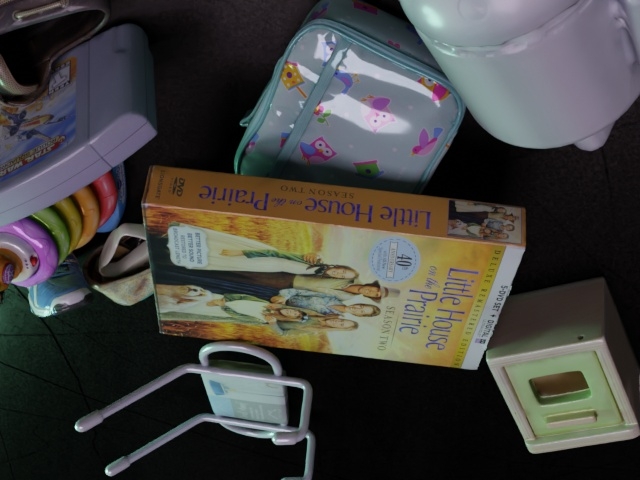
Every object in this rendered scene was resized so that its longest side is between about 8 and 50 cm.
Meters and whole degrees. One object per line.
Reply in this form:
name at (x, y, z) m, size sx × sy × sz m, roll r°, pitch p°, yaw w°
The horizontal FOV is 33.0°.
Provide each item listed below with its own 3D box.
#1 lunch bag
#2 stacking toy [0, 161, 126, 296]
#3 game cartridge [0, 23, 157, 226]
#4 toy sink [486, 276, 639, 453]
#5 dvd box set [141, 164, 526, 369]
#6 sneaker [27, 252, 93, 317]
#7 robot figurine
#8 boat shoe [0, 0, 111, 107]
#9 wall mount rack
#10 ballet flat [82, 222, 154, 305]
lunch bag at (0.028, -0.130, 1.248) m, size 0.224 × 0.108 × 0.279 m, roll 25°, pitch 129°, yaw -6°
stacking toy at (-0.361, -0.011, 1.314) m, size 0.166 × 0.302 × 0.175 m, roll 9°, pitch 128°, yaw 7°
game cartridge at (-0.326, -0.121, 1.251) m, size 0.297 × 0.198 × 0.062 m, roll -25°, pitch 132°, yaw 14°
toy sink at (0.329, 0.186, 1.410) m, size 0.153 × 0.131 × 0.234 m, roll -13°, pitch 124°, yaw 23°
dvd box set at (0.008, 0.043, 1.295) m, size 0.420 × 0.062 × 0.307 m, roll 7°, pitch 147°, yaw 0°
sneaker at (-0.362, 0.041, 1.439) m, size 0.080 × 0.211 × 0.081 m, roll -18°, pitch 114°, yaw -24°
robot figurine at (0.196, -0.224, 1.033) m, size 0.300 × 0.199 × 0.353 m, roll 13°, pitch 161°, yaw 35°
boat shoe at (-0.375, -0.221, 1.225) m, size 0.355 × 0.130 × 0.132 m, roll -31°, pitch 157°, yaw 29°
wall mount rack at (-0.161, 0.258, 1.516) m, size 0.304 × 0.130 × 0.350 m, roll 6°, pitch 151°, yaw 5°
ballet flat at (-0.198, -0.005, 1.395) m, size 0.106 × 0.107 × 0.316 m, roll 28°, pitch 131°, yaw -37°
